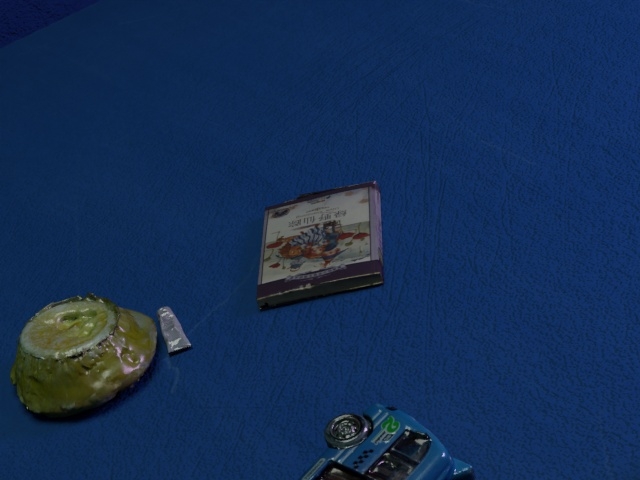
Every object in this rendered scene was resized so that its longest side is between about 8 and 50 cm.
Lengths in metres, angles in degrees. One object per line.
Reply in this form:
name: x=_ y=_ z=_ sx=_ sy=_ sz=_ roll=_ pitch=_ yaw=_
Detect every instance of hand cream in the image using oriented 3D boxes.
hand cream: x=-0.180 y=0.110 z=1.627 sx=0.030 sy=0.019 sz=0.093 roll=-21 pitch=37 yaw=-8

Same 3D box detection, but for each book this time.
book: x=0.000 y=-0.001 z=1.699 sx=0.158 sy=0.026 sz=0.231 roll=-13 pitch=30 yaw=9

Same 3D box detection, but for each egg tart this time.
egg tart: x=-0.284 y=0.127 z=1.589 sx=0.197 sy=0.078 sz=0.197 roll=-11 pitch=33 yaw=7

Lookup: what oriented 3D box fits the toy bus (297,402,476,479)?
toy bus: x=0.024 y=0.264 z=1.171 sx=0.134 sy=0.113 sz=0.246 roll=18 pitch=47 yaw=39
